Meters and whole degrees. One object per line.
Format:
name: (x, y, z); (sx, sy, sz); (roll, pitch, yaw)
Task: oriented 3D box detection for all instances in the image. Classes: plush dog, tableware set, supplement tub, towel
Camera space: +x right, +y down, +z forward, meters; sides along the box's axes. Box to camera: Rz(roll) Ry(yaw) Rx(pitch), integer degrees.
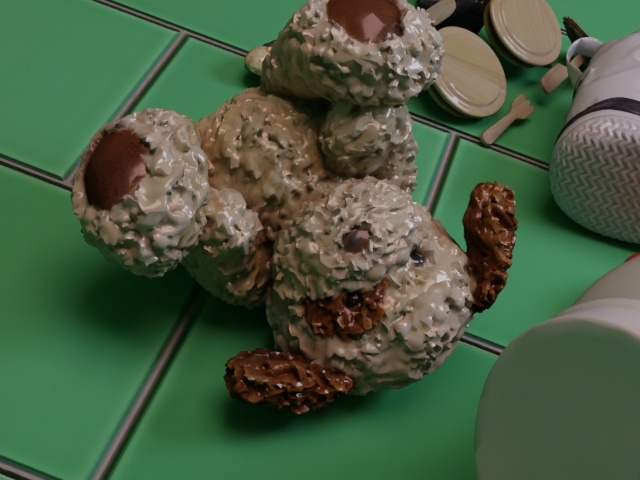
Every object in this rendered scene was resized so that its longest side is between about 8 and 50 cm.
plush dog: (0.000, 0.000, 0.851); (0.262, 0.211, 0.225); (-33, 72, -13)
tableware set: (0.152, -0.168, 1.175); (0.128, 0.039, 0.194); (53, 50, -3)
supplement tub: (0.279, 0.105, 0.748); (0.331, 0.241, 0.241); (-14, 48, -33)
towel: (0.258, -0.172, 1.230); (0.009, 0.060, 0.083); (-32, 51, 3)

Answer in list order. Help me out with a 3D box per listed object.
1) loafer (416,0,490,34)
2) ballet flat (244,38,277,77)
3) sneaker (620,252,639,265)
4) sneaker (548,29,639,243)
loafer: (0.122, -0.287, 1.289); (0.078, 0.076, 0.223); (16, 41, -16)
ballet flat: (0.007, -0.169, 1.123); (0.173, 0.049, 0.057); (-16, 49, -35)
sneaker: (0.346, 0.025, 0.969); (0.278, 0.118, 0.107); (3, 40, -18)
sneaker: (0.370, -0.080, 1.089); (0.365, 0.137, 0.210); (12, 41, -3)
